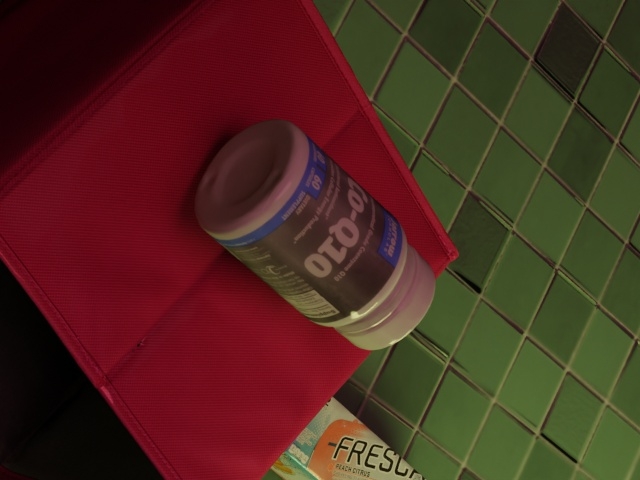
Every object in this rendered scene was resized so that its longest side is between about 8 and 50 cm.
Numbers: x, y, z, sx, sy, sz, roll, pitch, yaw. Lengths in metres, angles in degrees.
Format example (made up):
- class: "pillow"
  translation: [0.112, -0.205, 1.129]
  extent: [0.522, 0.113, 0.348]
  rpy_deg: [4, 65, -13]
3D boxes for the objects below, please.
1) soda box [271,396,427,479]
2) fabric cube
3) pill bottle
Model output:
- class: "soda box"
  translation: [0.023, 0.178, 1.477]
  extent: [0.183, 0.063, 0.058]
  rpy_deg: [43, 67, -33]
- class: "fabric cube"
  translation: [-0.124, -0.009, 1.218]
  extent: [0.258, 0.254, 0.259]
  rpy_deg: [-47, 120, -26]
- class: "pill bottle"
  translation: [0.000, 0.000, 1.108]
  extent: [0.137, 0.078, 0.078]
  rpy_deg: [41, 68, -35]
